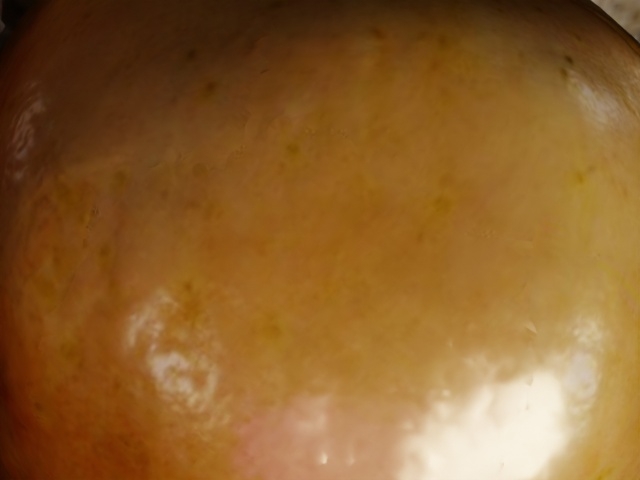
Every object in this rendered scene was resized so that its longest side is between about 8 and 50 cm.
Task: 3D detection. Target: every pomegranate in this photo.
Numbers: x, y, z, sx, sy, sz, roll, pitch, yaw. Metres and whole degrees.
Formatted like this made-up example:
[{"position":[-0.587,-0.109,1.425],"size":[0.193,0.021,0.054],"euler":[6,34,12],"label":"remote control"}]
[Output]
[{"position":[-0.003,0.006,0.493],"size":[0.209,0.209,0.209],"euler":[-11,142,-9],"label":"pomegranate"}]

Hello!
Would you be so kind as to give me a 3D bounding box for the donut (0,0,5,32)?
[{"position":[-0.160,-0.061,0.454],"size":[0.166,0.065,0.117],"euler":[-38,138,22],"label":"donut"}]
